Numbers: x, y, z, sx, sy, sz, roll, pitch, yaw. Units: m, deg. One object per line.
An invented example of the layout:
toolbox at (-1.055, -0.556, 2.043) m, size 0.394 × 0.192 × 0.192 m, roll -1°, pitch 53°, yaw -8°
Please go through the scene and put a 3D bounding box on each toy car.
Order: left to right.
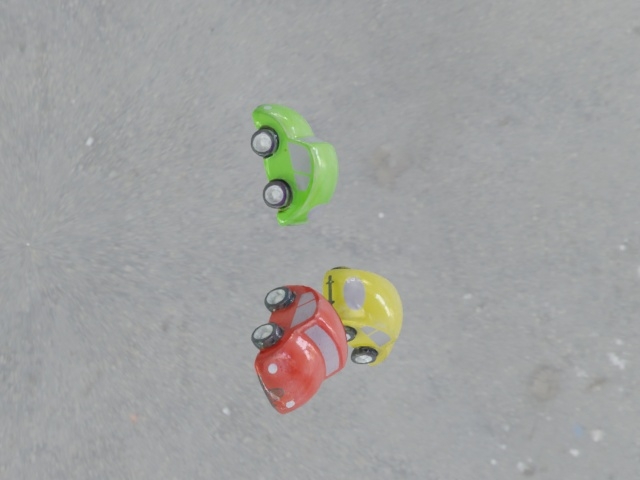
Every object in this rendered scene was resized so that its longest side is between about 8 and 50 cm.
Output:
toy car at (0.000, 0.000, 0.848) m, size 0.053 × 0.239 × 0.224 m, roll -14°, pitch 88°, yaw 21°
